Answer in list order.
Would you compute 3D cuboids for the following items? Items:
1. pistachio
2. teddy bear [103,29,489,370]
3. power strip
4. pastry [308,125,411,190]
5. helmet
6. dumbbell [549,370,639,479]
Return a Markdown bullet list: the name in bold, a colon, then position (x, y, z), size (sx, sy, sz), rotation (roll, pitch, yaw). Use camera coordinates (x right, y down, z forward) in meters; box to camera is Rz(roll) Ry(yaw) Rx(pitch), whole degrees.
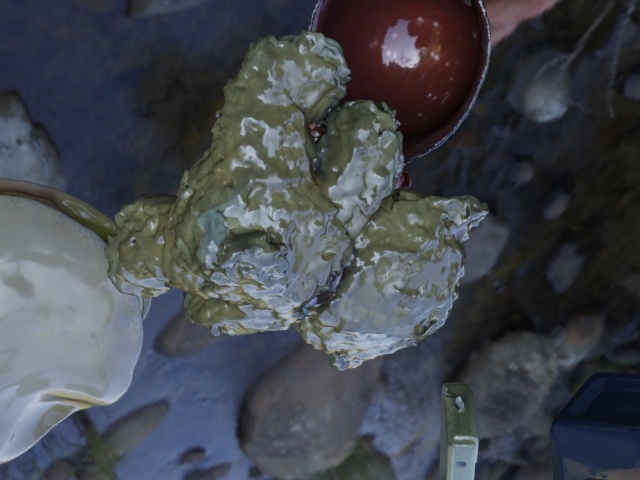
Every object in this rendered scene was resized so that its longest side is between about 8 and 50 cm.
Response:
- **pistachio**: position (-0.430, 0.103, 1.376), size (0.445, 0.281, 0.365), rotation (-6, 112, -6)
- **teddy bear**: position (0.000, 0.000, 0.867), size (0.256, 0.156, 0.267), rotation (20, 122, -34)
- **power strip**: position (0.121, 0.196, 0.987), size (0.028, 0.076, 0.169), rotation (-1, 128, 3)
- **pastry**: position (-0.008, -0.064, 1.125), size (0.097, 0.208, 0.115), rotation (-16, 113, -42)
- **helmet**: position (0.075, -0.151, 0.950), size (0.106, 0.155, 0.175), rotation (-14, 113, -71)
- **dumbbell**: position (0.292, 0.078, 0.747), size (0.325, 0.160, 0.144), rotation (-43, 169, -28)
